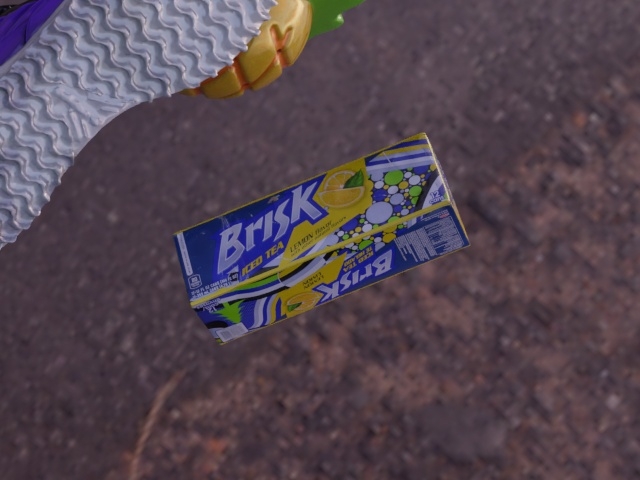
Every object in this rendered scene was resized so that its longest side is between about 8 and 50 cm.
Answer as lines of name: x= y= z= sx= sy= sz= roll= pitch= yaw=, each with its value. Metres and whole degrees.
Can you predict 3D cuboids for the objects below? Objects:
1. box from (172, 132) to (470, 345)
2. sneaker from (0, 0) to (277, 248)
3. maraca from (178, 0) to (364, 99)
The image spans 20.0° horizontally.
box: x=0.000 y=0.000 z=1.104 sx=0.054 sy=0.169 sz=0.059 roll=61 pitch=10 yaw=-54
sneaker: x=-0.161 y=-0.123 z=1.142 sx=0.102 sy=0.293 sz=0.146 roll=51 pitch=-1 yaw=-33
maraca: x=-0.053 y=-0.157 z=1.317 sx=0.185 sy=0.127 sz=0.099 roll=-13 pitch=79 yaw=-30
